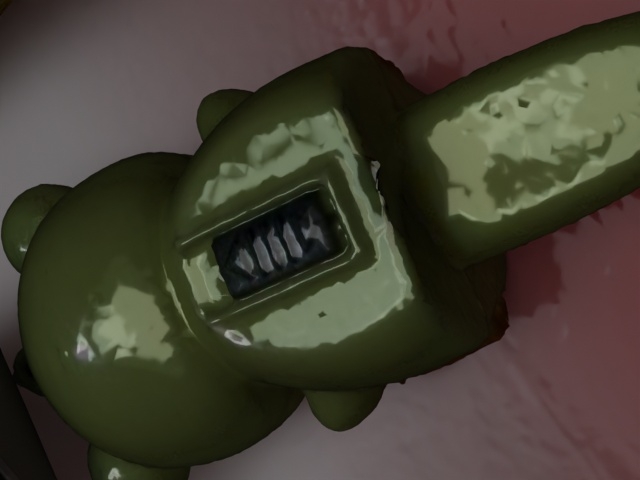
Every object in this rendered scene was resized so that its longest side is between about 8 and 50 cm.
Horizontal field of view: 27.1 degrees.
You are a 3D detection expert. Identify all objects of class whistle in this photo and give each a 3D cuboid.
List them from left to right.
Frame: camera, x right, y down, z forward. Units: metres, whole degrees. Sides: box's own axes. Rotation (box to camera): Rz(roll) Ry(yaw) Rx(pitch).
[{"bbox_3d":[0.000,0.000,0.469,0.288,0.106,0.131,-25,84,22],"label":"whistle"}]

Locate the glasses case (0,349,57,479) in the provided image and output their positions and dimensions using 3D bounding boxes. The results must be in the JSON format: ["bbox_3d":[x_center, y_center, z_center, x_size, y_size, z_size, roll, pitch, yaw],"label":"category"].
[{"bbox_3d":[-0.204,0.129,0.561,0.308,0.083,0.128,-31,100,34],"label":"glasses case"}]

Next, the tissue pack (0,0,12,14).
[{"bbox_3d":[-0.170,-0.114,0.513,0.095,0.062,0.176,47,128,-6],"label":"tissue pack"}]
